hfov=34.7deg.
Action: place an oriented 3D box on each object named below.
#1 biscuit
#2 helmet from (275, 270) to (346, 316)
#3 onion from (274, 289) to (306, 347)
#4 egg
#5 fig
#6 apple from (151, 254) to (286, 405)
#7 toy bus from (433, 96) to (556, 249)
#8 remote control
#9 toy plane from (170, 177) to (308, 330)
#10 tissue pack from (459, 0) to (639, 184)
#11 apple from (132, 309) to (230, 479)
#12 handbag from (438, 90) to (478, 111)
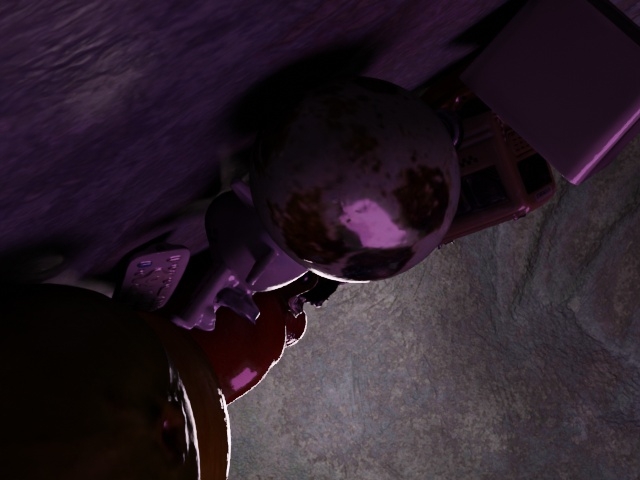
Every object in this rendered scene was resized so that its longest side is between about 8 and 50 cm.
[{"bbox_3d":[0.174,-0.193,1.174,0.140,0.023,0.118,-29,175,-15],"label":"biscuit"},{"bbox_3d":[0.000,0.000,1.517,0.198,0.130,0.224,-34,165,-44],"label":"helmet"},{"bbox_3d":[-0.139,0.110,1.769,0.230,0.163,0.230,-2,174,0],"label":"onion"},{"bbox_3d":[0.025,-0.052,0.831,0.169,0.169,0.231,-32,162,13],"label":"egg"},{"bbox_3d":[-0.265,0.187,0.878,0.316,0.316,0.316,-31,176,-2],"label":"fig"},{"bbox_3d":[-0.160,0.131,1.490,0.218,0.201,0.218,-37,180,0],"label":"apple"},{"bbox_3d":[0.124,-0.063,1.227,0.289,0.157,0.139,-20,-178,33],"label":"toy bus"},{"bbox_3d":[-0.208,0.047,1.208,0.073,0.044,0.229,-8,160,-21],"label":"remote control"},{"bbox_3d":[-0.060,-0.007,1.034,0.252,0.118,0.252,-49,-173,9],"label":"toy plane"},{"bbox_3d":[0.274,-0.170,1.062,0.136,0.159,0.246,-49,168,22],"label":"tissue pack"},{"bbox_3d":[-0.264,0.246,1.172,0.339,0.339,0.339,-31,176,-2],"label":"apple"},{"bbox_3d":[0.225,-0.182,1.428,0.212,0.059,0.157,-26,173,-37],"label":"handbag"}]
